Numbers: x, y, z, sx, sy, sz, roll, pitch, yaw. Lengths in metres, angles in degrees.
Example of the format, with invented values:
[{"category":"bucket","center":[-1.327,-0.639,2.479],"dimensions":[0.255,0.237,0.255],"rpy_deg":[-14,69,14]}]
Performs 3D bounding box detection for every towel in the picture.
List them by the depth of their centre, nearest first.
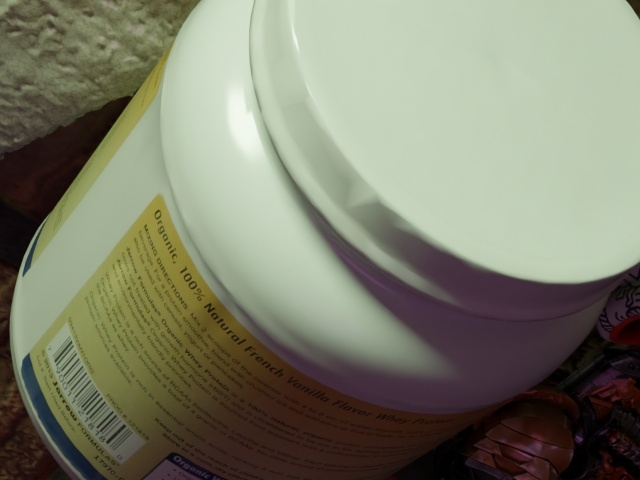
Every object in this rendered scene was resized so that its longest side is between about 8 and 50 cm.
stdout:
[{"category":"towel","center":[-0.145,-0.150,0.760],"dimensions":[0.282,0.049,0.187],"rpy_deg":[-23,122,33]}]

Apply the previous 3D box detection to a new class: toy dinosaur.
[{"category":"toy dinosaur","center":[0.125,0.139,0.922],"dimensions":[0.322,0.164,0.218],"rpy_deg":[30,121,12]}]

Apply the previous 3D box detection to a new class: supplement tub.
[{"category":"supplement tub","center":[0.000,0.000,0.708],"dimensions":[0.228,0.228,0.316],"rpy_deg":[31,142,-13]}]

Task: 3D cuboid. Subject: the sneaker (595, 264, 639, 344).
[{"category":"sneaker","center":[0.233,-0.035,0.678],"dimensions":[0.270,0.145,0.090],"rpy_deg":[-22,155,36]}]
